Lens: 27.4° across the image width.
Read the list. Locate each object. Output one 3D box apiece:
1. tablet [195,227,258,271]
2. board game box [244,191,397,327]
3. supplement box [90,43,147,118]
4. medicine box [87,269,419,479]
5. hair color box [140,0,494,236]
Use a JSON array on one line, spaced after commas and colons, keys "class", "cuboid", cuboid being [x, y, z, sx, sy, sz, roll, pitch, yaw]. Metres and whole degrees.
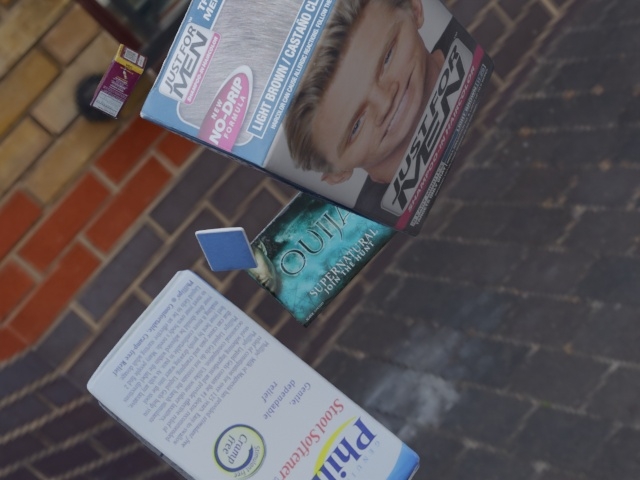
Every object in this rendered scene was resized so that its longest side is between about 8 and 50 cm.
[{"class": "tablet", "cuboid": [-0.102, 0.010, 1.446, 0.054, 0.083, 0.006, -5, 57, 8]}, {"class": "board game box", "cuboid": [0.000, 0.000, 1.644, 0.186, 0.126, 0.026, -47, 2, -6]}, {"class": "supplement box", "cuboid": [-0.275, -0.217, 1.794, 0.083, 0.043, 0.055, -56, 16, 23]}, {"class": "medicine box", "cuboid": [-0.075, 0.188, 1.314, 0.149, 0.289, 0.263, -51, 0, -12]}, {"class": "hair color box", "cuboid": [0.017, -0.117, 0.997, 0.174, 0.105, 0.347, -66, -22, 2]}]
